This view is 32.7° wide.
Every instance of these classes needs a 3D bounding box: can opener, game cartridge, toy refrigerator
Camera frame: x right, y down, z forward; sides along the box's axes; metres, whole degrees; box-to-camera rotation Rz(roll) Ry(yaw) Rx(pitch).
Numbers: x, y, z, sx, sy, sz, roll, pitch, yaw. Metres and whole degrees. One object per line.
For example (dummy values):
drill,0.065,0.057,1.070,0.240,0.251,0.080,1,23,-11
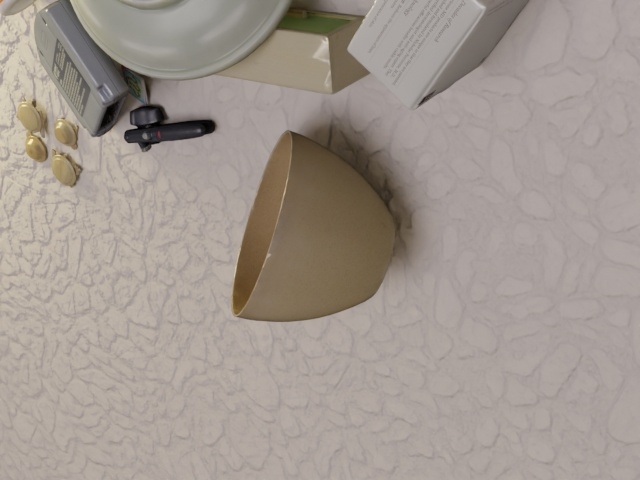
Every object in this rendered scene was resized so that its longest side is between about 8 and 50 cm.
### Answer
can opener,-0.259,-0.184,1.828,0.186,0.059,0.073,6,119,37
game cartridge,-0.402,-0.289,1.810,0.198,0.062,0.297,61,162,-2
toy refrigerator,-0.067,-0.289,1.579,0.269,0.102,0.094,15,124,34

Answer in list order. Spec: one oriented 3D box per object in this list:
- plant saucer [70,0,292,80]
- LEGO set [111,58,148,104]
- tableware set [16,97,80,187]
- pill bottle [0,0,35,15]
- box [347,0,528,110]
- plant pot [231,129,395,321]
plant saucer,-0.214,-0.426,1.506,0.400,0.100,0.400,1,94,22
LEGO set,-0.371,-0.327,1.782,0.182,0.060,0.244,38,156,16
tableware set,-0.516,-0.186,2.069,0.169,0.020,0.141,31,133,20
pill bottle,-0.559,-0.473,1.885,0.152,0.086,0.086,55,136,0
box,0.157,-0.283,1.339,0.119,0.181,0.182,45,134,9
plant pot,0.000,0.000,1.610,0.191,0.284,0.284,16,133,-11
